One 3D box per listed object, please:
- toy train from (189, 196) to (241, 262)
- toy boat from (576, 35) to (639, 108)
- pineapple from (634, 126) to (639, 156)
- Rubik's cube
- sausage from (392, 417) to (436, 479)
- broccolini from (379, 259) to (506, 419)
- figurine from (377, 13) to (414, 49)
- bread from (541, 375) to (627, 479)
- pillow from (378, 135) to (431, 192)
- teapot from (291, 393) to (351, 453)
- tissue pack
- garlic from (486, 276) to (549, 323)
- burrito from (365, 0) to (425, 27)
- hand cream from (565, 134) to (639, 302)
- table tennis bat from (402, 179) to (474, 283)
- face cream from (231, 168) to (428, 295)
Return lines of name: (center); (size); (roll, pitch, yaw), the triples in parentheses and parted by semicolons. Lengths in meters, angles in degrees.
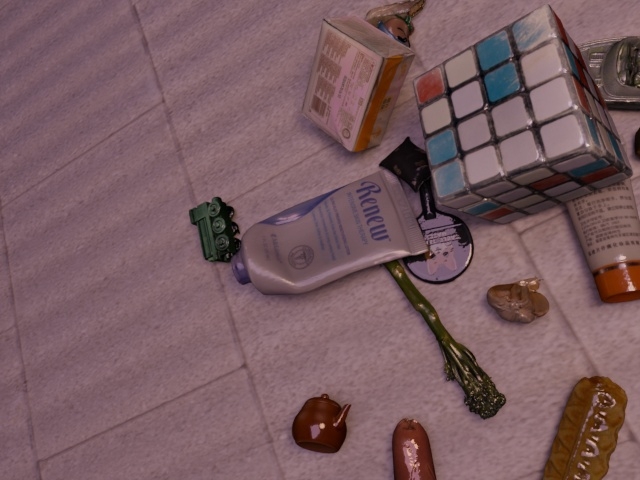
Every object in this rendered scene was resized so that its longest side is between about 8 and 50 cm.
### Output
toy train: (-0.261, -0.021, 1.191); (0.111, 0.071, 0.170); (-24, 71, 25)
toy boat: (0.588, -0.323, 0.912); (0.320, 0.092, 0.141); (7, 78, 24)
pineapple: (0.664, -0.174, 0.865); (0.159, 0.074, 0.074); (9, 81, 15)
Rubik's cube: (0.351, -0.197, 0.850); (0.259, 0.253, 0.256); (-24, 68, 41)
sausage: (0.191, 0.551, 0.867); (0.088, 0.088, 0.433); (-14, 73, 18)
broccolini: (0.222, 0.178, 0.967); (0.074, 0.079, 0.392); (-44, 59, 18)
figurine: (0.148, -0.479, 1.119); (0.178, 0.114, 0.144); (41, 96, 33)
bread: (0.429, 0.406, 0.814); (0.077, 0.084, 0.367); (21, 86, -19)
pillow: (0.198, -0.166, 1.036); (0.090, 0.048, 0.150); (-32, 42, -8)
teapot: (-0.002, 0.369, 0.981); (0.173, 0.116, 0.116); (-28, 66, 42)
tissue pack: (0.076, -0.339, 1.043); (0.185, 0.124, 0.225); (41, 137, 23)
garlic: (0.371, 0.119, 0.903); (0.113, 0.094, 0.074); (7, 121, 17)
burrito: (0.180, -0.548, 1.153); (0.149, 0.041, 0.055); (-7, 62, 20)
hand cream: (0.515, -0.046, 0.882); (0.140, 0.089, 0.314); (-11, 70, 24)
table tennis bat: (0.239, -0.024, 1.018); (0.150, 0.027, 0.236); (-12, 76, 19)
face cream: (0.000, 0.000, 1.062); (0.420, 0.137, 0.234); (-21, 57, 8)
